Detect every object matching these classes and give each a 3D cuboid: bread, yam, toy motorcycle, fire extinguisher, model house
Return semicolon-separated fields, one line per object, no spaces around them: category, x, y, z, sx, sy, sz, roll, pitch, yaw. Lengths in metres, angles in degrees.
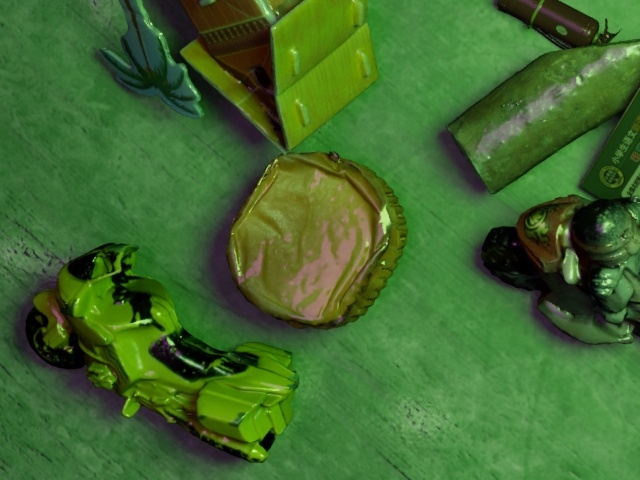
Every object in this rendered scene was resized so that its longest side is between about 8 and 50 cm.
bread;0.001;0.001;1.444;0.199;0.104;0.199;0;88;16
yam;0.258;-0.151;1.370;0.259;0.106;0.106;-34;84;14
toy motorcycle;-0.183;0.119;1.479;0.342;0.142;0.206;25;136;11
toy motorcycle;0.361;0.049;1.312;0.401;0.207;0.134;24;66;10
fire extinguisher;0.255;-0.238;1.400;0.132;0.039;0.056;30;132;10
model house;-0.075;-0.284;1.444;0.300;0.340;0.324;-41;110;-26

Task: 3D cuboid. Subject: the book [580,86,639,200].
book;0.417;-0.054;1.314;0.264;0.027;0.202;34;140;10
